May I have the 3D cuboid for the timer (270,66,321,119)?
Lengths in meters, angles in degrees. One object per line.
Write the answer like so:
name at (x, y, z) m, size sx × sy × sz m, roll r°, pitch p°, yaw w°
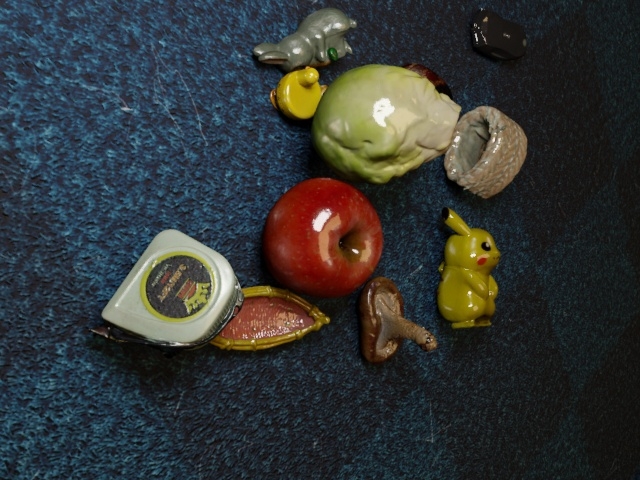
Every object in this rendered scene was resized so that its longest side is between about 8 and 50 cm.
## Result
timer at (-0.040, -0.317, 1.273) m, size 0.107 × 0.109 × 0.107 m, roll -4°, pitch 96°, yaw -40°

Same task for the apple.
apple at (0.000, 0.000, 1.261) m, size 0.260 × 0.216 × 0.261 m, roll -5°, pitch 98°, yaw -40°

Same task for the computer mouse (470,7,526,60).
computer mouse at (0.527, -0.608, 1.758) m, size 0.217 × 0.073 × 0.122 m, roll 9°, pitch 85°, yaw -34°

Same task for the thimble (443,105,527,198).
thimble at (0.456, -0.250, 1.649) m, size 0.148 × 0.196 × 0.229 m, roll 21°, pitch 109°, yaw -36°

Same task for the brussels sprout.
brussels sprout at (0.120, -0.239, 1.222) m, size 0.273 × 0.316 × 0.243 m, roll -14°, pitch 113°, yaw -53°

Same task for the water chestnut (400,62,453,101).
water chestnut at (0.208, -0.323, 1.443) m, size 0.224 × 0.238 × 0.224 m, roll -52°, pitch 163°, yaw -22°

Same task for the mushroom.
mushroom at (0.198, 0.205, 1.440) m, size 0.147 × 0.217 × 0.227 m, roll -19°, pitch 105°, yaw -37°

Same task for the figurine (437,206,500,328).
figurine at (0.418, 0.086, 1.657) m, size 0.218 × 0.169 × 0.327 m, roll 10°, pitch 89°, yaw -56°

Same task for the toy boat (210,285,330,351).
toy boat at (-0.132, 0.166, 1.241) m, size 0.317 × 0.099 × 0.141 m, roll 1°, pitch 93°, yaw -37°

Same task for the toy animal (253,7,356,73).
toy animal at (-0.038, -0.425, 1.291) m, size 0.236 × 0.138 × 0.108 m, roll -27°, pitch 150°, yaw -12°

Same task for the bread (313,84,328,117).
bread at (0.021, -0.308, 1.369) m, size 0.110 × 0.044 × 0.083 m, roll 30°, pitch 75°, yaw -40°

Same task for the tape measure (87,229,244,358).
tape measure at (-0.264, 0.122, 1.075) m, size 0.207 × 0.115 × 0.235 m, roll 29°, pitch 70°, yaw 4°
